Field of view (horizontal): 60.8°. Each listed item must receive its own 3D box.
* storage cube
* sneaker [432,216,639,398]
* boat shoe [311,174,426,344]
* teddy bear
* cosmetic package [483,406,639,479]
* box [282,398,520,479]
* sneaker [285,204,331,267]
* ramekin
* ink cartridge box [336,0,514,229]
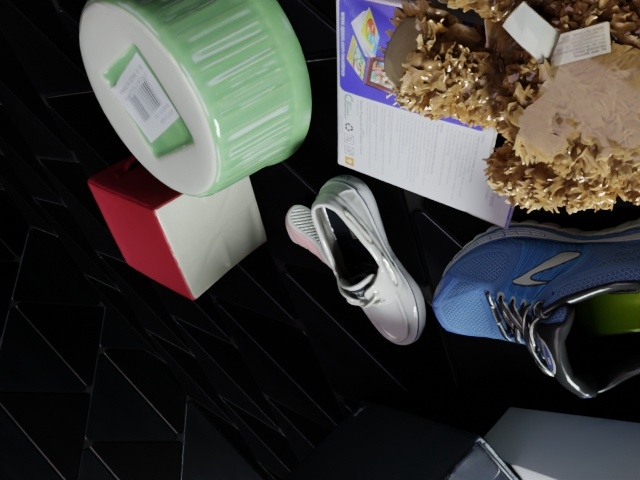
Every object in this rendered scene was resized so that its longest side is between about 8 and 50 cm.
[{"bbox_3d":[-0.234,-0.046,0.928,0.193,0.184,0.215,20,137,37],"label":"storage cube"},{"bbox_3d":[0.218,0.059,0.512,0.129,0.147,0.330,56,149,-10],"label":"sneaker"},{"bbox_3d":[0.063,0.045,0.732,0.096,0.088,0.267,-6,118,33],"label":"boat shoe"},{"bbox_3d":[0.195,-0.113,0.374,0.338,0.113,0.245,20,123,25],"label":"teddy bear"},{"bbox_3d":[0.357,0.320,0.573,0.284,0.097,0.377,48,166,6],"label":"cosmetic package"},{"bbox_3d":[0.187,0.526,0.810,0.471,0.297,0.480,51,164,1],"label":"box"},{"bbox_3d":[0.000,0.000,0.820,0.134,0.051,0.070,42,167,-7],"label":"sneaker"},{"bbox_3d":[-0.171,-0.204,0.714,0.303,0.148,0.303,32,144,27],"label":"ramekin"},{"bbox_3d":[0.111,-0.130,0.535,0.208,0.045,0.206,26,142,24],"label":"ink cartridge box"}]
